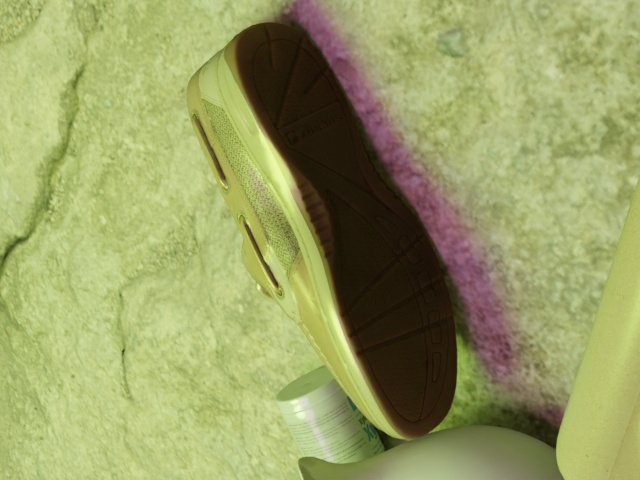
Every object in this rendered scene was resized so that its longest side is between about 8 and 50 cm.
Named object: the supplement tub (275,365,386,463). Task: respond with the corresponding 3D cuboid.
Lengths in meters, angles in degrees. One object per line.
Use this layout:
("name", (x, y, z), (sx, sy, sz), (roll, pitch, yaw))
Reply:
("supplement tub", (0.013, 0.172, 1.041), (0.071, 0.071, 0.107), (-17, 103, 43))

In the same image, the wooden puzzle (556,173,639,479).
("wooden puzzle", (0.342, 0.088, 0.718), (0.348, 0.080, 0.322), (24, 127, 22))

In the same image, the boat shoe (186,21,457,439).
("boat shoe", (0.000, 0.000, 0.930), (0.110, 0.122, 0.341), (-26, 87, 48))

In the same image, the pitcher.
("pitcher", (0.085, 0.217, 0.944), (0.178, 0.207, 0.125), (98, 169, -75))
